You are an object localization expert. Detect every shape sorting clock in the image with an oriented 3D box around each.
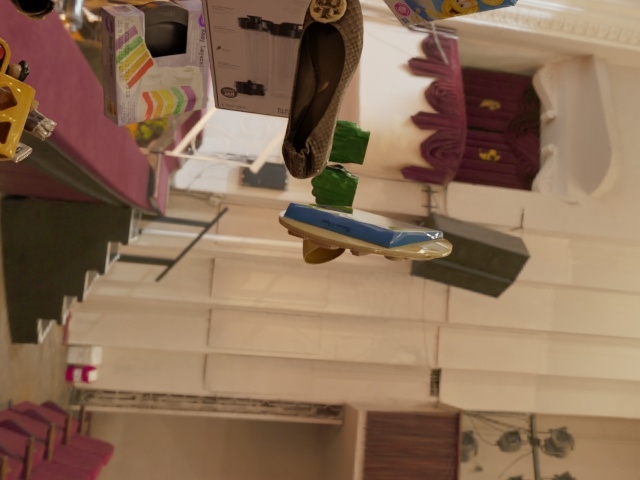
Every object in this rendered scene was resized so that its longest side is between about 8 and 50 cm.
[{"bbox_3d":[0.051,-0.009,0.690,0.206,0.206,0.040,-130,-128,-76],"label":"shape sorting clock"}]

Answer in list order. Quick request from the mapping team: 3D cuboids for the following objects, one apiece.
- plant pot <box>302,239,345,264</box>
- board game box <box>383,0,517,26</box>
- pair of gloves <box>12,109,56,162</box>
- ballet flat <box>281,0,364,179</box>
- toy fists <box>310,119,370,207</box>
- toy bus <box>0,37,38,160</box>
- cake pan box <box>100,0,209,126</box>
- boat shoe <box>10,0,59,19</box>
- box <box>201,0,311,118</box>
[{"bbox_3d":[0.000,0.000,1.755,0.134,0.134,0.095,113,-38,-59],"label":"plant pot"},{"bbox_3d":[0.205,-0.578,1.146,0.302,0.308,0.086,14,-109,52],"label":"board game box"},{"bbox_3d":[-0.930,-0.337,1.740,0.042,0.204,0.240,-52,-165,40],"label":"pair of gloves"},{"bbox_3d":[-0.005,-0.199,0.733,0.058,0.084,0.250,-11,118,-61],"label":"ballet flat"},{"bbox_3d":[0.054,-0.231,1.782,0.096,0.142,0.279,-81,-175,-64],"label":"toy fists"},{"bbox_3d":[-0.491,-0.220,0.888,0.202,0.104,0.191,-42,-129,21],"label":"toy bus"},{"bbox_3d":[-0.367,-0.409,1.321,0.070,0.246,0.267,38,-47,28],"label":"cake pan box"},{"bbox_3d":[-0.583,-0.504,1.173,0.324,0.117,0.096,13,-85,60],"label":"boat shoe"},{"bbox_3d":[-0.090,-0.323,0.927,0.290,0.169,0.087,98,-2,-64],"label":"box"}]
